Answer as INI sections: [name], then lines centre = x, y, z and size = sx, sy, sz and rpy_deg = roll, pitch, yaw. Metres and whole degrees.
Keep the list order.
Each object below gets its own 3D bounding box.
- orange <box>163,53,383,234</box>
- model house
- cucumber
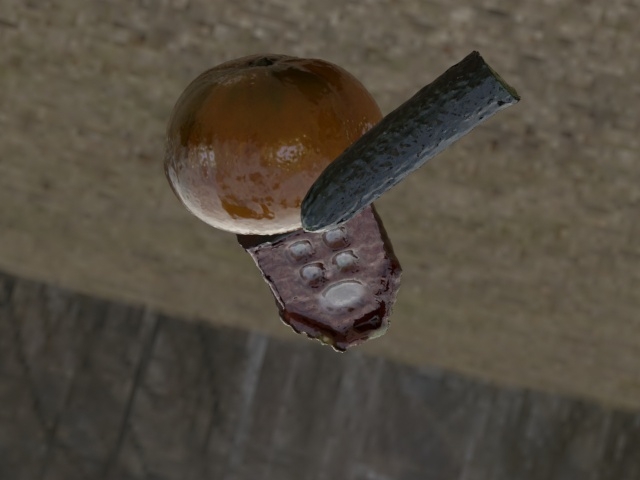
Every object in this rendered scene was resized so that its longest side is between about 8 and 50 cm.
[orange]
centre = -0.051, -0.103, 1.971
size = 0.240, 0.171, 0.240
rpy_deg = -10, -164, 3
[model house]
centre = 0.000, 0.000, 2.270
size = 0.160, 0.196, 0.254
rpy_deg = -26, 134, 3
[cucumber]
centre = 0.066, -0.076, 1.624
size = 0.052, 0.214, 0.058
rpy_deg = 33, -156, -53
